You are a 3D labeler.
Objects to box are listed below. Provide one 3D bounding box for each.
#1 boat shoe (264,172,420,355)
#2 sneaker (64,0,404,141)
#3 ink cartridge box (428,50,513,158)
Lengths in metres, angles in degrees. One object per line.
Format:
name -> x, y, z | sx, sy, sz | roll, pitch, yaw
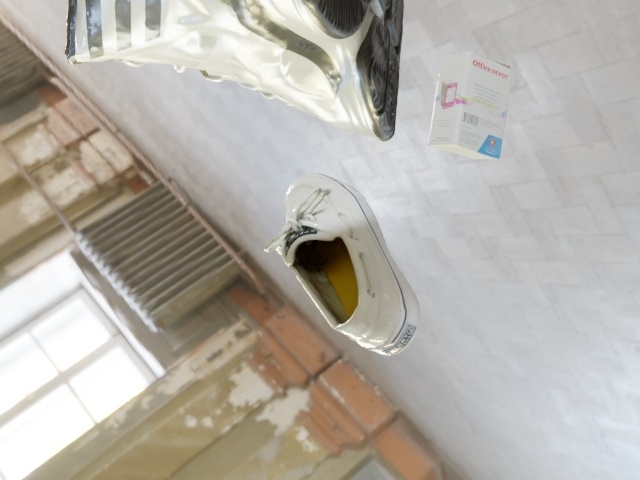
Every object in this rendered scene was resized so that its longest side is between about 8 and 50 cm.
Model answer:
boat shoe -> -0.005, 0.007, 1.111 | 0.156, 0.136, 0.367 | 23, -153, -37
sneaker -> -0.071, -0.207, 0.732 | 0.257, 0.169, 0.447 | 3, 172, 16
ink cartridge box -> 0.195, -0.174, 1.030 | 0.052, 0.088, 0.122 | 9, 88, 53
